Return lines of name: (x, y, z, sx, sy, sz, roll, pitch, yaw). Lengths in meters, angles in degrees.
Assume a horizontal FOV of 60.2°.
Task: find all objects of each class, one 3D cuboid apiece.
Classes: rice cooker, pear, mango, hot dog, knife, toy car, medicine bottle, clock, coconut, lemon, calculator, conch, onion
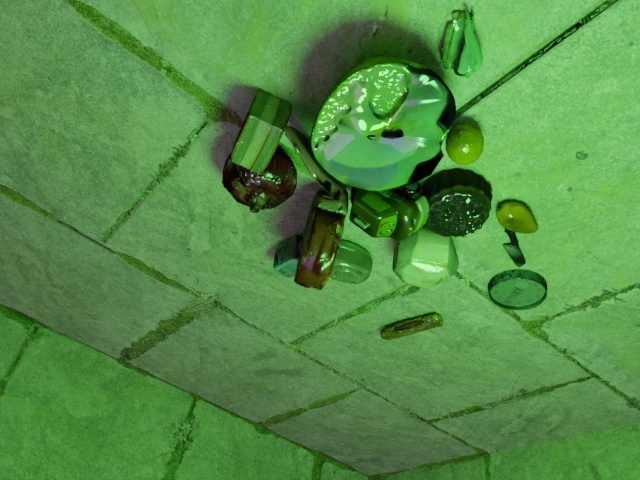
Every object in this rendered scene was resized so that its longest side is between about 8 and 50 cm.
rice cooker: (0.095, 0.084, 2.061, 0.206, 0.127, 0.145, 17, 140, -18)
pear: (0.165, -0.339, 1.502, 0.398, 0.165, 0.399, -1, 137, -1)
mango: (0.641, -0.068, 1.797, 0.187, 0.066, 0.101, 30, 138, -30)
hot dog: (0.388, 0.368, 2.365, 0.289, 0.068, 0.083, -23, 152, 29)
knife: (0.674, 0.029, 1.933, 0.060, 0.028, 0.230, -2, 142, 35)
toy car: (0.189, -0.095, 1.718, 0.248, 0.198, 0.204, 37, 145, 20)
medicine bottle: (-0.085, 0.050, 2.071, 0.094, 0.119, 0.188, 33, 136, -30)
clock: (0.743, 0.191, 2.083, 0.215, 0.042, 0.215, 7, 140, 6)
coconut: (0.366, 0.056, 1.897, 0.241, 0.241, 0.241, 7, 140, 6)
lemon: (0.411, -0.273, 1.576, 0.109, 0.109, 0.133, -3, 145, 18)
calculator: (-0.016, -0.224, 1.603, 0.048, 0.220, 0.329, -33, 166, 10)
conch: (0.346, -0.487, 1.379, 0.105, 0.079, 0.170, -9, 121, 15)
onion: (-0.198, -0.187, 1.750, 0.252, 0.219, 0.252, 7, 150, 4)

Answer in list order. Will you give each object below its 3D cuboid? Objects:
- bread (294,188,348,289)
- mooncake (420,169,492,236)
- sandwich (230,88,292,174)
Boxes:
bread: (-0.001, 0.004, 1.836, 0.114, 0.328, 0.295, 15, 143, -6)
mooncake: (0.431, -0.111, 1.751, 0.228, 0.124, 0.228, 6, 138, 6)
sandwich: (-0.176, -0.317, 1.626, 0.117, 0.144, 0.187, 24, 129, -11)
